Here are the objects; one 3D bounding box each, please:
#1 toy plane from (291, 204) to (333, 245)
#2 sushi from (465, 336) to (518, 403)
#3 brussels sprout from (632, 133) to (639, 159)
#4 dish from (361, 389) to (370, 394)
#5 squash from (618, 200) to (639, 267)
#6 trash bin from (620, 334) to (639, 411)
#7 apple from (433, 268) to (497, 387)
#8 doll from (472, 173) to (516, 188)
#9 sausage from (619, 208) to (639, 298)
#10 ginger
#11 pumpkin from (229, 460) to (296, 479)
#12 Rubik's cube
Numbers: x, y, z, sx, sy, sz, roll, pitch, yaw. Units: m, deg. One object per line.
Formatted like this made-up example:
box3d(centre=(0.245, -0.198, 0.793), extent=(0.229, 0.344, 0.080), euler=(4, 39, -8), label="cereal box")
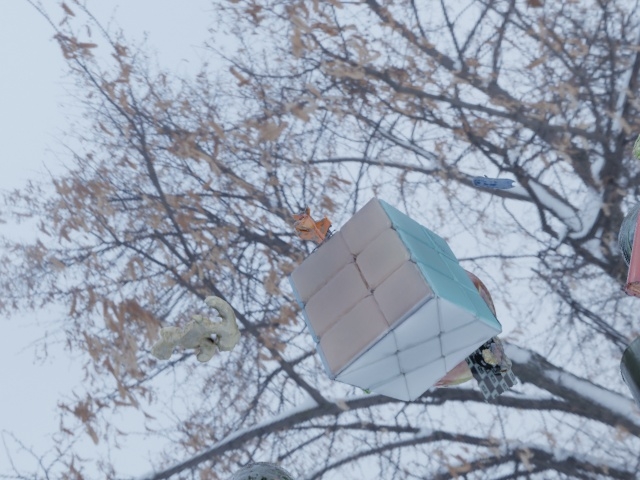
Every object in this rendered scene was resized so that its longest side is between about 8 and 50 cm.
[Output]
box3d(centre=(0.006, -0.007, 1.619), extent=(0.188, 0.135, 0.062), euler=(43, -128, -15), label="toy plane")
box3d(centre=(0.347, 0.238, 1.291), extent=(0.031, 0.139, 0.201), euler=(-34, -16, 30), label="sushi")
box3d(centre=(0.825, -0.228, 1.629), extent=(0.085, 0.085, 0.058), euler=(13, -47, -38), label="brussels sprout")
box3d(centre=(0.081, 0.270, 1.412), extent=(0.137, 0.039, 0.091), euler=(52, -126, -26), label="dish")
box3d(centre=(0.592, -0.024, 0.992), extent=(0.252, 0.252, 0.165), euler=(-32, -99, -21), label="squash")
box3d(centre=(0.704, 0.306, 1.194), extent=(0.203, 0.301, 0.252), euler=(-26, -70, 17), label="trash bin")
box3d(centre=(0.310, 0.229, 1.754), extent=(0.348, 0.277, 0.349), euler=(12, -106, -47), label="apple")
box3d(centre=(0.512, -0.171, 1.899), extent=(0.027, 0.125, 0.037), euler=(-69, -19, -51), label="doll")
box3d(centre=(0.418, 0.001, 0.816), extent=(0.048, 0.050, 0.145), euler=(24, -111, -11), label="sausage")
box3d(centre=(-0.309, 0.248, 1.600), extent=(0.258, 0.065, 0.149), euler=(-35, -77, 19), label="ginger")
box3d(centre=(-0.162, 0.673, 1.492), extent=(0.192, 0.320, 0.320), euler=(26, -86, -3), label="pumpkin")
box3d(centre=(0.120, 0.104, 1.080), extent=(0.221, 0.225, 0.231), euler=(-44, -44, 20), label="Rubik's cube")
